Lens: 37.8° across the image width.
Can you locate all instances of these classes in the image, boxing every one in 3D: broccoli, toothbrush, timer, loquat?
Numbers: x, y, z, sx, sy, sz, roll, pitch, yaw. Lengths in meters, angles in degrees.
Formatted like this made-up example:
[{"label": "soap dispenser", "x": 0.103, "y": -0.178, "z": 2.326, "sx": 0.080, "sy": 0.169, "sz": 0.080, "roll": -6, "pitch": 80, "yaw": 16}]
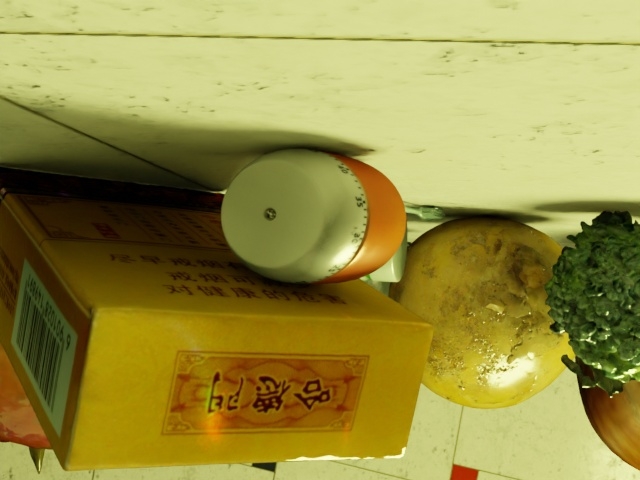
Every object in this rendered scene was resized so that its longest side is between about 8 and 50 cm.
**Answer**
[{"label": "broccoli", "x": 0.374, "y": 0.062, "z": 0.942, "sx": 0.275, "sy": 0.198, "sz": 0.177, "roll": -2, "pitch": 135, "yaw": -25}, {"label": "toothbrush", "x": 0.070, "y": -0.035, "z": 0.944, "sx": 0.019, "sy": 0.016, "sz": 0.219, "roll": 0, "pitch": 175, "yaw": 34}, {"label": "timer", "x": 0.004, "y": -0.018, "z": 0.678, "sx": 0.136, "sy": 0.099, "sz": 0.136, "roll": 6, "pitch": -168, "yaw": -1}, {"label": "loquat", "x": 0.191, "y": 0.082, "z": 1.093, "sx": 0.235, "sy": 0.235, "sz": 0.235, "roll": 3, "pitch": 177, "yaw": 0}]

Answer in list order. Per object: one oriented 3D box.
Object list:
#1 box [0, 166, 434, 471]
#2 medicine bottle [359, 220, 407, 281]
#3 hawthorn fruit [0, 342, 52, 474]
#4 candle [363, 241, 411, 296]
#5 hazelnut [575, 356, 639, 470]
[{"label": "box", "x": -0.129, "y": 0.043, "z": 0.785, "sx": 0.264, "sy": 0.115, "sz": 0.415, "roll": 4, "pitch": -167, "yaw": -31}, {"label": "medicine bottle", "x": 0.000, "y": 0.000, "z": 1.048, "sx": 0.183, "sy": 0.086, "sz": 0.086, "roll": 2, "pitch": 177, "yaw": 16}, {"label": "hawthorn fruit", "x": -0.400, "y": 0.140, "z": 1.371, "sx": 0.403, "sy": 0.402, "sz": 0.403, "roll": 3, "pitch": 177, "yaw": 0}, {"label": "candle", "x": 0.024, "y": 0.080, "z": 1.292, "sx": 0.221, "sy": 0.221, "sz": 0.342, "roll": 2, "pitch": 175, "yaw": 27}, {"label": "hazelnut", "x": 0.509, "y": 0.165, "z": 1.282, "sx": 0.359, "sy": 0.359, "sz": 0.409, "roll": 3, "pitch": 168, "yaw": 15}]
